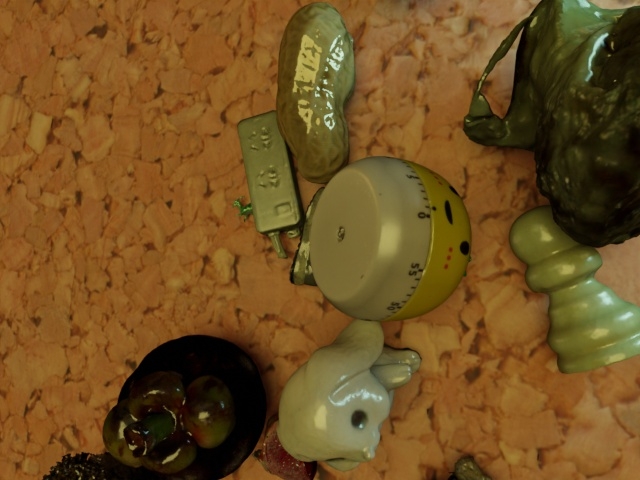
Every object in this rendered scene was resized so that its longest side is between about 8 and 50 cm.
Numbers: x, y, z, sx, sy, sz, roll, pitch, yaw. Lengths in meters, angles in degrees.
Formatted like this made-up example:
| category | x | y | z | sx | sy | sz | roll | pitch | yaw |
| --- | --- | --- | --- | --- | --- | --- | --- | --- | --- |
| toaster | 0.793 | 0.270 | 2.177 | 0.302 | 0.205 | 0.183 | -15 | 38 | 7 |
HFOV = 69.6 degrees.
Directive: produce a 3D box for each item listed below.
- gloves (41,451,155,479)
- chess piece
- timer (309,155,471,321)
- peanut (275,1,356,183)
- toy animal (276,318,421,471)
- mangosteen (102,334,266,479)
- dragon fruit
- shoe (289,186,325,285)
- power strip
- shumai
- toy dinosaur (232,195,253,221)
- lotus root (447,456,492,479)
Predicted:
| category | x | y | z | sx | sy | sz | roll | pitch | yaw |
| --- | --- | --- | --- | --- | --- | --- | --- | --- | --- |
| gloves | -0.363 | 0.457 | 0.834 | 0.210 | 0.312 | 0.135 | 23 | 74 | 25 |
| chess piece | 0.386 | 0.064 | 0.723 | 0.144 | 0.144 | 0.251 | -26 | 75 | 13 |
| timer | 0.145 | 0.004 | 0.759 | 0.285 | 0.285 | 0.285 | -1 | 87 | 16 |
| peanut | -0.006 | -0.267 | 0.850 | 0.153 | 0.140 | 0.325 | -5 | 94 | -26 |
| toy animal | 0.043 | 0.242 | 0.751 | 0.174 | 0.289 | 0.249 | 27 | 74 | 18 |
| mangosteen | -0.238 | 0.305 | 0.808 | 0.288 | 0.287 | 0.233 | 10 | 111 | 16 |
| dragon fruit | -0.071 | 0.374 | 0.855 | 0.096 | 0.102 | 0.147 | -20 | 86 | 17 |
| shoe | 0.001 | -0.002 | 0.870 | 0.077 | 0.074 | 0.194 | 17 | 94 | 5 |
| power strip | -0.092 | -0.106 | 0.898 | 0.093 | 0.053 | 0.288 | -14 | 80 | 9 |
| shumai | 0.404 | -0.215 | 0.640 | 0.395 | 0.395 | 0.348 | -41 | 57 | 10 |
| toy dinosaur | -0.137 | -0.070 | 0.935 | 0.083 | 0.021 | 0.062 | -37 | 83 | -5 |
| lotus root | 0.215 | 0.520 | 0.737 | 0.169 | 0.141 | 0.314 | 15 | 92 | 20 |
